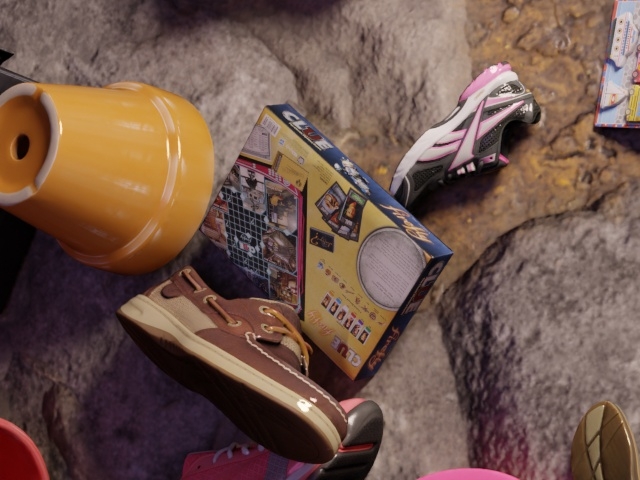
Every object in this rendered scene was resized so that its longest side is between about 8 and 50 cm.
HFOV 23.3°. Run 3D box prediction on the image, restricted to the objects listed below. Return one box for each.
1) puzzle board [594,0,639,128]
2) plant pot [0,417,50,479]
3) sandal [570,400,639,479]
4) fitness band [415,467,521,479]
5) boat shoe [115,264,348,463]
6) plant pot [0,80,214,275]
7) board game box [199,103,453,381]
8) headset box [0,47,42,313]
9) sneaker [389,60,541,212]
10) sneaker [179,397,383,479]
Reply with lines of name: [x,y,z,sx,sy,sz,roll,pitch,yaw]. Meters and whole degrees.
puzzle board: [0.307,-0.169,1.467,0.096,0.011,0.128,7,85,45]
plant pot: [-0.469,0.290,1.660,0.243,0.275,0.275,12,88,36]
sandal: [0.282,0.234,1.415,0.072,0.049,0.180,-40,57,32]
fitness band: [0.138,0.350,1.426,0.209,0.054,0.291,-12,61,17]
boat shoe: [-0.070,0.105,1.528,0.123,0.123,0.342,-43,34,-17]
plant pot: [-0.247,-0.080,1.614,0.205,0.188,0.205,-10,73,36]
board game box: [0.000,0.000,1.563,0.243,0.042,0.165,44,120,23]
headset box: [-0.411,-0.083,1.683,0.131,0.246,0.283,23,92,27]
sneaker: [0.143,-0.088,1.521,0.077,0.072,0.178,45,108,13]
sneaker: [-0.076,0.244,1.550,0.314,0.116,0.136,-44,66,14]
